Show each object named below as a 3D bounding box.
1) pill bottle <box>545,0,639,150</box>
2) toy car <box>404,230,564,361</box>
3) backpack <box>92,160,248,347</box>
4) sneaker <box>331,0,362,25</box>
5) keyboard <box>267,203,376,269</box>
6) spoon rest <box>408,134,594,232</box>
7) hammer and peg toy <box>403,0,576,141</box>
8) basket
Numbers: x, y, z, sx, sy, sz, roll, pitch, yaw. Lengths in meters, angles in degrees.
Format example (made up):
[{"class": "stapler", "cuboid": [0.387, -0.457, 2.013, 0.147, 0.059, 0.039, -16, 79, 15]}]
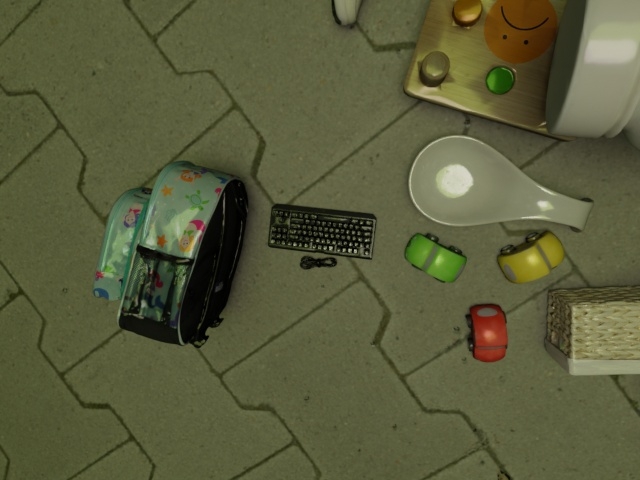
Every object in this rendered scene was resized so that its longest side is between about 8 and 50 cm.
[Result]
[{"class": "pill bottle", "cuboid": [0.429, -0.176, 0.419, 0.361, 0.204, 0.204, 9, 100, 17]}, {"class": "toy car", "cuboid": [0.240, 0.061, 0.703, 0.225, 0.053, 0.239, 27, 102, 5]}, {"class": "backpack", "cuboid": [-0.213, 0.004, 0.687, 0.191, 0.225, 0.253, 21, 97, 1]}, {"class": "sneaker", "cuboid": [0.092, -0.454, 0.632, 0.118, 0.110, 0.292, 18, 101, -3]}, {"class": "keyboard", "cuboid": [0.000, 0.000, 0.752, 0.180, 0.023, 0.108, 7, 100, 9]}, {"class": "spoon rest", "cuboid": [0.270, -0.072, 0.664, 0.276, 0.084, 0.137, 15, 100, 6]}, {"class": "hammer and peg toy", "cuboid": [0.324, -0.281, 0.603, 0.361, 0.127, 0.266, 18, 99, 6]}, {"class": "basket", "cuboid": [0.432, 0.128, 0.651, 0.167, 0.113, 0.103, -5, 95, 10]}]
